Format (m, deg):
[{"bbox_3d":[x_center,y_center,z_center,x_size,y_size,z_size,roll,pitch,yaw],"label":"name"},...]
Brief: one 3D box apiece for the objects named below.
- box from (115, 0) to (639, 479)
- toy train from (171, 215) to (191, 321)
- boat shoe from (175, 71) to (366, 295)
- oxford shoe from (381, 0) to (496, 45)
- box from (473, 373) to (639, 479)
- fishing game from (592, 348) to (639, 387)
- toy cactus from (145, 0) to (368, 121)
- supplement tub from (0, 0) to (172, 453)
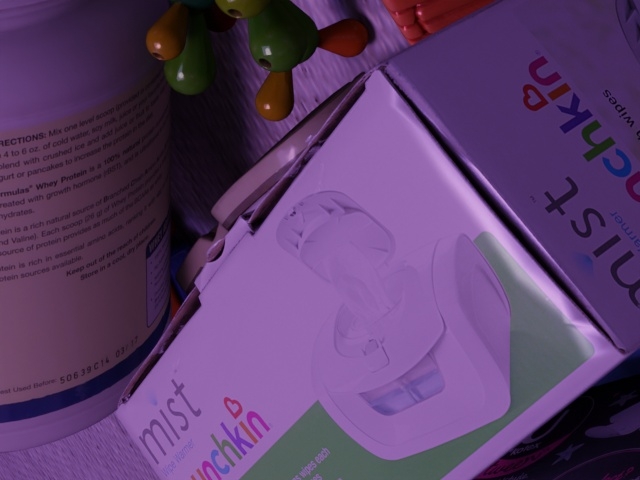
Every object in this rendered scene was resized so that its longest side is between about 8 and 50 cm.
[{"bbox_3d":[0.072,0.004,0.646,0.127,0.231,0.262,51,140,8],"label":"box"},{"bbox_3d":[-0.140,0.057,1.131,0.248,0.143,0.105,9,130,51],"label":"toy train"},{"bbox_3d":[0.000,0.000,0.921,0.103,0.113,0.302,49,161,4],"label":"boat shoe"},{"bbox_3d":[0.021,-0.238,0.644,0.133,0.130,0.363,47,158,60],"label":"oxford shoe"},{"bbox_3d":[0.184,0.147,0.699,0.247,0.142,0.163,-24,103,48],"label":"box"},{"bbox_3d":[0.174,0.034,0.775,0.189,0.041,0.264,23,130,39],"label":"fishing game"},{"bbox_3d":[-0.039,-0.169,0.818,0.180,0.112,0.219,65,157,17],"label":"toy cactus"},{"bbox_3d":[-0.205,-0.062,0.950,0.235,0.235,0.324,31,133,33],"label":"supplement tub"}]
